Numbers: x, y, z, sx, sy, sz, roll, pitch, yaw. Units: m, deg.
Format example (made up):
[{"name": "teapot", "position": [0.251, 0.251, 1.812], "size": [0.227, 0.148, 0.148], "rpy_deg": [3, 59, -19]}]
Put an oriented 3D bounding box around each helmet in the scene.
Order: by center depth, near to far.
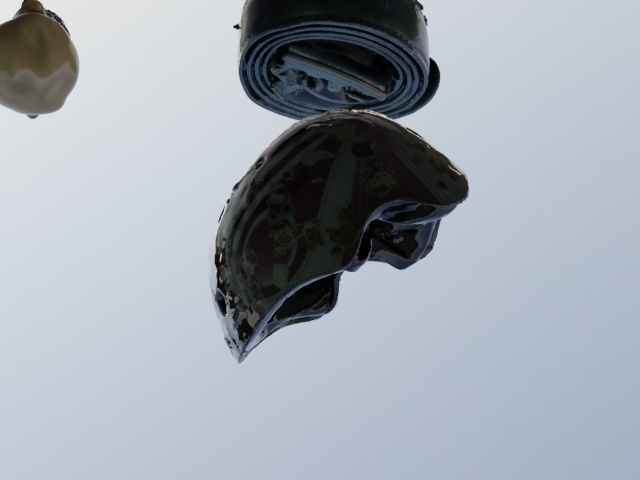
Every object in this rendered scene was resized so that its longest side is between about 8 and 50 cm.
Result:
[{"name": "helmet", "position": [-0.003, -0.016, 0.822], "size": [0.177, 0.107, 0.153], "rpy_deg": [-31, 173, -12]}]

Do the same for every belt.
[{"name": "belt", "position": [0.026, -0.228, 1.663], "size": [0.267, 0.206, 0.116], "rpy_deg": [10, -123, -16]}]

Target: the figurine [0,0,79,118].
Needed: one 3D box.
[{"name": "figurine", "position": [-0.328, -0.219, 1.548], "size": [0.114, 0.108, 0.196], "rpy_deg": [-49, -156, 17]}]
